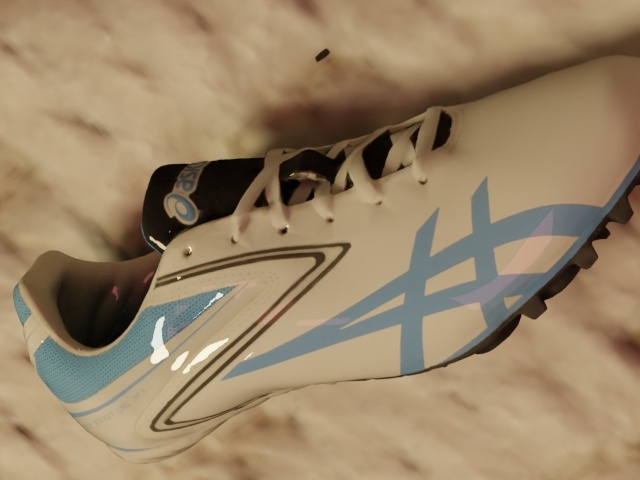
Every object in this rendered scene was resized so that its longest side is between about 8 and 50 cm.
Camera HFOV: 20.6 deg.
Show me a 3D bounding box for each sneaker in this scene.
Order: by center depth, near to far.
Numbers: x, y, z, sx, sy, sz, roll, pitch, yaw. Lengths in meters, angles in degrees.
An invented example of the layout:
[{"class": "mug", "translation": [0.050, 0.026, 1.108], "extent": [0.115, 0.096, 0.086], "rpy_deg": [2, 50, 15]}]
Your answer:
[{"class": "sneaker", "translation": [0.000, 0.000, 0.549], "extent": [0.237, 0.085, 0.086], "rpy_deg": [-26, 115, 28]}]
